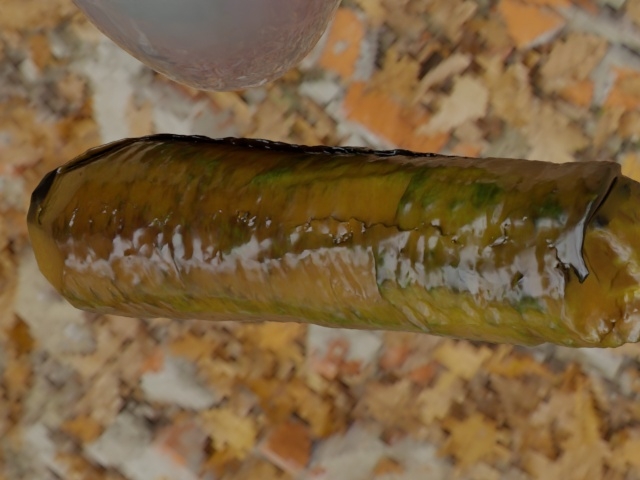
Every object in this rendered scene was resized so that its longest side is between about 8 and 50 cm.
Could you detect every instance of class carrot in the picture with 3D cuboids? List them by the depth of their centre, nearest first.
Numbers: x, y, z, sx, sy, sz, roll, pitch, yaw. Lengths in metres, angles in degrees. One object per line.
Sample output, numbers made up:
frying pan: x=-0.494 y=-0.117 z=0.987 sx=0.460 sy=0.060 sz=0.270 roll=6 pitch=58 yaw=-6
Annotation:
carrot: x=0.000 y=0.000 z=0.644 sx=0.260 sy=0.070 sz=0.070 roll=4 pitch=122 yaw=43

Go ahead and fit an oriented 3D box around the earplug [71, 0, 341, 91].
earplug: x=-0.054 y=-0.159 z=0.683 sx=0.172 sy=0.172 sz=0.301 roll=17 pitch=155 yaw=17
